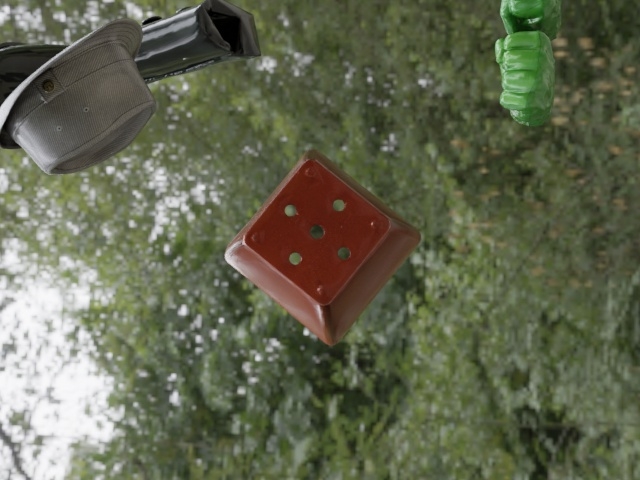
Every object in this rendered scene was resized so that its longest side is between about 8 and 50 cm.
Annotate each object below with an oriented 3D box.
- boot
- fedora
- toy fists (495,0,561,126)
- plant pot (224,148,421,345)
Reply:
[{"bbox_3d":[-0.382,-0.342,1.917,0.367,0.445,0.146,-30,-69,-60],"label":"boot"},{"bbox_3d":[-0.343,-0.192,1.518,0.124,0.275,0.244,53,172,5],"label":"fedora"},{"bbox_3d":[0.334,-0.326,1.637,0.142,0.096,0.279,51,-134,-70],"label":"toy fists"},{"bbox_3d":[0.000,0.000,1.761,0.267,0.267,0.236,-51,-5,-3],"label":"plant pot"}]
